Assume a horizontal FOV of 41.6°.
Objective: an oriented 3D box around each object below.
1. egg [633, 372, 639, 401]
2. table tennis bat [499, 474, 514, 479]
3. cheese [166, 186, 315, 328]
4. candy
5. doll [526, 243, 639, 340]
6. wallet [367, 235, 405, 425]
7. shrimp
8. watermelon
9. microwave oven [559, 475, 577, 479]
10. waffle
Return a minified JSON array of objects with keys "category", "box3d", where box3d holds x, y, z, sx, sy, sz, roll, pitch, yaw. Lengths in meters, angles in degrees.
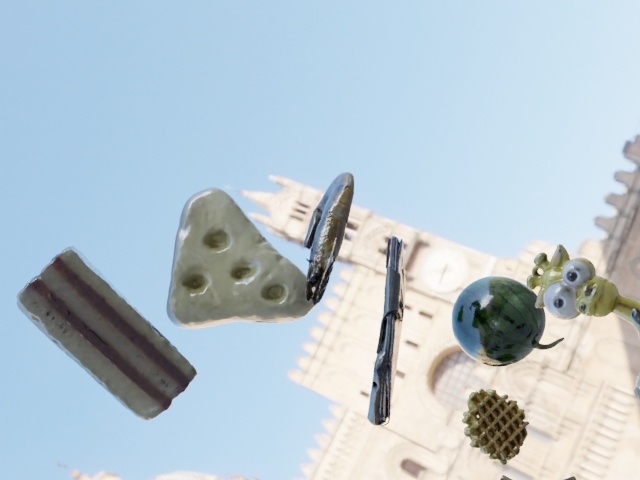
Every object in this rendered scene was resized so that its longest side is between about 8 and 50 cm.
[{"category":"egg","box3d":[0.557,0.246,1.374,0.071,0.083,0.071,-57,-10,-16]},{"category":"table tennis bat","box3d":[0.592,0.669,2.121,0.022,0.301,0.173,-44,-38,-36]},{"category":"cheese","box3d":[-0.187,0.034,1.970,0.129,0.351,0.328,47,-141,-76]},{"category":"candy","box3d":[-0.365,0.160,1.446,0.135,0.179,0.320,-44,-76,-10]},{"category":"doll","box3d":[0.437,0.098,1.218,0.086,0.291,0.117,-7,-59,-61]},{"category":"wallet","box3d":[0.122,0.145,1.470,0.318,0.045,0.172,-77,-11,-47]},{"category":"shrimp","box3d":[0.000,0.000,1.612,0.169,0.058,0.296,-41,28,59]},{"category":"watermelon","box3d":[0.372,0.173,1.727,0.188,0.215,0.188,-32,-36,-27]},{"category":"microwave oven","box3d":[0.481,0.608,1.754,0.188,0.178,0.247,-31,-23,20]},{"category":"waffle","box3d":[0.414,0.433,1.992,0.191,0.191,0.038,-38,-10,-41]}]
